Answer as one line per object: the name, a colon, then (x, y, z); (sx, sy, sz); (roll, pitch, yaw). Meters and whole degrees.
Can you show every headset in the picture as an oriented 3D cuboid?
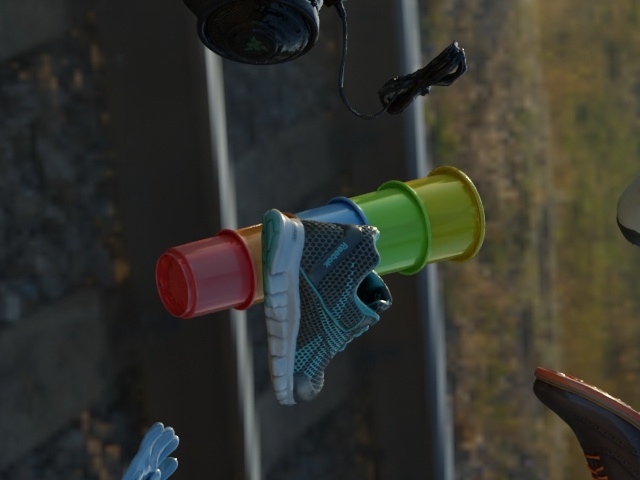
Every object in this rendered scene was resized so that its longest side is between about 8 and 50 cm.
headset: (-0.020, -0.291, 2.094); (0.394, 0.185, 0.243); (48, 43, -19)

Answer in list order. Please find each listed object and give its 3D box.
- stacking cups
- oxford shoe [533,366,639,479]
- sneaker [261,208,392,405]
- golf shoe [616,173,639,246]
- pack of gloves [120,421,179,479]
stacking cups: (0.000, 0.000, 1.775); (0.316, 0.096, 0.096); (-11, 101, -34)
oxford shoe: (0.325, 0.237, 2.121); (0.098, 0.271, 0.097); (-53, -168, -4)
sneaker: (0.004, 0.045, 1.162); (0.166, 0.076, 0.065); (90, -2, -56)
golf shoe: (0.329, -0.091, 1.661); (0.120, 0.273, 0.105); (37, 49, -13)
pack of gloves: (-0.181, 0.282, 1.717); (0.232, 0.046, 0.195); (-60, 153, -47)
